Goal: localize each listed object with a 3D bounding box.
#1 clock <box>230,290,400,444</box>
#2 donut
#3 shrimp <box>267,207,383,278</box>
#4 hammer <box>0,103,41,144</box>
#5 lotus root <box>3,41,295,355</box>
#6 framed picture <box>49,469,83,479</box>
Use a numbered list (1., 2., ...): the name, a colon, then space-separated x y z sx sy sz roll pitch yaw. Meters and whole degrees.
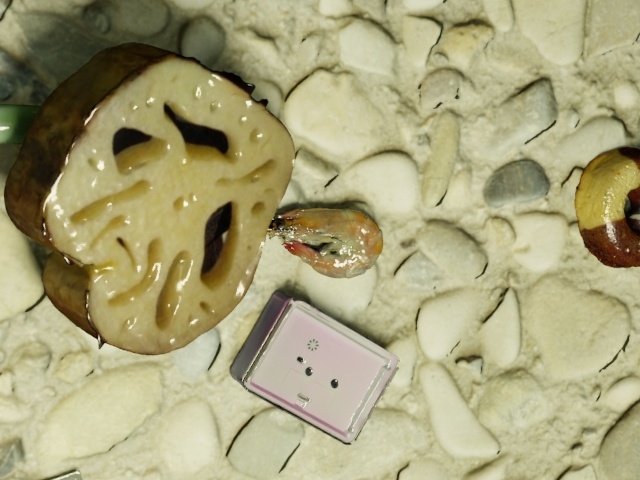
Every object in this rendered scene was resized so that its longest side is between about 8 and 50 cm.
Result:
1. clock: -0.007 0.171 1.849 0.193 0.073 0.145 32 87 -24
2. donut: 0.460 -0.043 1.997 0.166 0.073 0.184 -12 103 -17
3. shrimp: 0.000 0.000 1.838 0.190 0.042 0.101 10 104 -24
4. hammer: -0.358 -0.144 1.638 0.335 0.119 0.206 1 100 -29
5. lotus root: -0.193 -0.054 1.671 0.375 0.111 0.390 -24 122 -28
6. framed picture: -0.378 0.443 1.785 0.197 0.014 0.252 -17 106 -18
